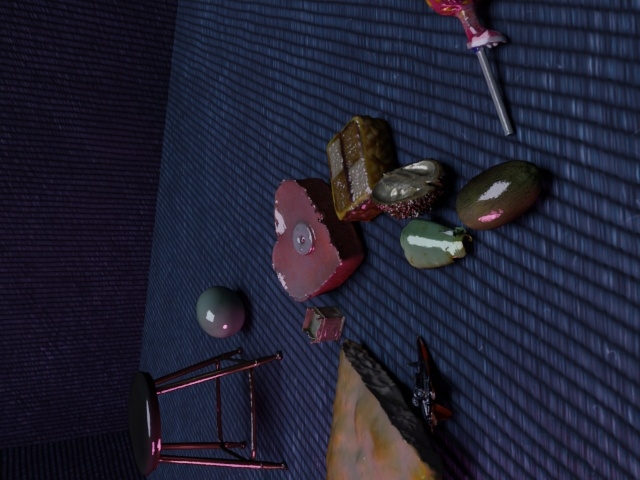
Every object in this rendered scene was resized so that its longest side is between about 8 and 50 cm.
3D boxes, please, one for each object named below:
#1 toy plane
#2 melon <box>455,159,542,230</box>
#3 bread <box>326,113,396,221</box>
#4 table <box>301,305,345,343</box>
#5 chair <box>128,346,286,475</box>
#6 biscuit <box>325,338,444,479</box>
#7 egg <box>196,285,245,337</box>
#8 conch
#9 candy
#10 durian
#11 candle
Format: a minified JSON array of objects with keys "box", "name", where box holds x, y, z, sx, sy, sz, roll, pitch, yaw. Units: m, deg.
[{"box":[0.204,0.279,1.127,0.130,0.061,0.189,81,175,-59],"name":"toy plane"},{"box":[0.294,-0.075,0.936,0.162,0.099,0.099,-35,59,49],"name":"melon"},{"box":[0.091,-0.162,1.304,0.181,0.096,0.222,-30,63,54],"name":"bread"},{"box":[0.007,0.215,1.454,0.062,0.083,0.079,43,125,54],"name":"table"},{"box":[-0.375,0.541,1.798,0.364,0.410,0.362,-14,78,60],"name":"chair"},{"box":[0.122,0.497,1.212,0.429,0.104,0.446,-149,63,-65],"name":"biscuit"},{"box":[-0.355,0.250,2.010,0.231,0.168,0.168,-134,52,-57],"name":"egg"},{"box":[0.220,0.013,1.099,0.170,0.079,0.106,12,115,53],"name":"conch"},{"box":[0.272,-0.353,0.999,0.124,0.124,0.366,-32,70,56],"name":"candy"},{"box":[0.176,-0.095,1.136,0.148,0.091,0.188,-44,37,-10],"name":"durian"},{"box":[0.000,0.000,1.438,0.287,0.131,0.317,18,115,53],"name":"candle"}]
